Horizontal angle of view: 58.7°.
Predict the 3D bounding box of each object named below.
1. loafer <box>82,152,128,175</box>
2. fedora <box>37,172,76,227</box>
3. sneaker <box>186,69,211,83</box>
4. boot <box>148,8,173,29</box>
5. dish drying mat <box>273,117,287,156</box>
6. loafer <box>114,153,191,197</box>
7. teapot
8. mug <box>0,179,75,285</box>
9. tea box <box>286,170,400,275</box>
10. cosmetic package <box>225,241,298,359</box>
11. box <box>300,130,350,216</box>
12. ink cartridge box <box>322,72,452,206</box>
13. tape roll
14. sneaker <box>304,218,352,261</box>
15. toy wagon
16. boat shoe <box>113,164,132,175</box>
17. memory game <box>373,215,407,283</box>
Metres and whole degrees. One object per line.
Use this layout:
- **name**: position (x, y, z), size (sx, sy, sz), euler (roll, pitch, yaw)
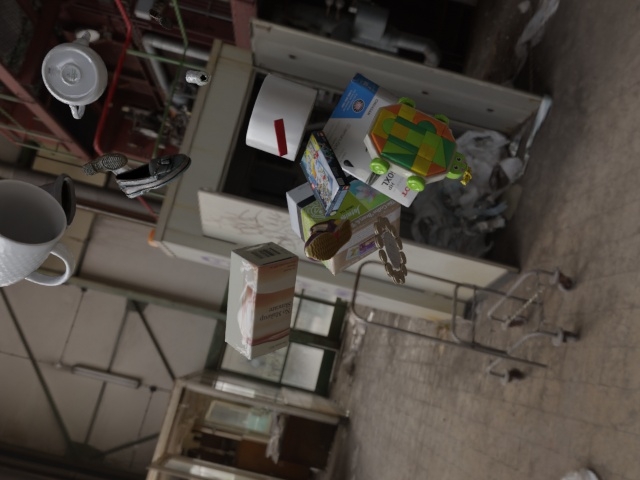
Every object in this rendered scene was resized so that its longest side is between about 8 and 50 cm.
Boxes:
- **loafer**: position (-0.676, -0.246, 1.793), size (0.050, 0.148, 0.056), euler (-93, -11, -61)
- **fedora**: position (-1.155, -0.167, 2.461), size (0.275, 0.125, 0.243), euler (-116, 26, -64)
- **sneaker**: position (-0.440, -0.603, 2.122), size (0.152, 0.061, 0.053), euler (-41, -39, -68)
- **boot**: position (-0.615, -0.857, 2.200), size (0.037, 0.106, 0.114), euler (-48, 23, 6)
- **dish drying mat**: position (-0.091, -0.237, 1.312), size (0.032, 0.008, 0.083), euler (-27, -66, -47)
- **loafer**: position (-0.536, -0.215, 1.805), size (0.084, 0.268, 0.096), euler (49, -151, -40)
- **teapot**: position (-0.955, -0.652, 2.251), size (0.256, 0.252, 0.187), euler (-35, 17, 6)
- **mug**: position (-1.025, 0.026, 1.944), size (0.328, 0.374, 0.276), euler (-43, 25, 31)
- **tea box**: position (0.092, -0.098, 2.245), size (0.329, 0.323, 0.219), euler (-31, -35, -19)
- **cosmetic package**: position (-0.170, 0.169, 1.628), size (0.153, 0.129, 0.295), euler (-15, -59, -41)
- **box**: position (0.011, -0.216, 1.852), size (0.233, 0.044, 0.159), euler (66, 152, 27)
- **ink cartridge box**: position (0.215, -0.343, 1.960), size (0.285, 0.395, 0.166), euler (-59, 4, 25)
- **tape roll**: position (-0.125, -0.401, 1.859), size (0.246, 0.169, 0.246), euler (-162, 90, -87)
- **sneaker**: position (0.000, 0.000, 1.304), size (0.185, 0.084, 0.069), euler (-30, -64, -54)
- **toy wagon**: position (0.308, -0.277, 1.706), size (0.068, 0.345, 0.267), euler (119, 176, -66)
- **boat shoe**: position (-0.841, -0.271, 2.515), size (0.063, 0.184, 0.066), euler (-41, 26, 20)
- **memory game**: position (0.180, 0.025, 1.451), size (0.186, 0.012, 0.186), euler (44, -143, -45)
